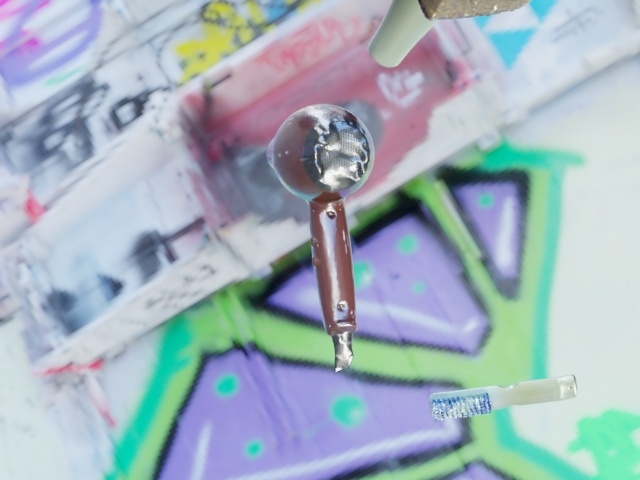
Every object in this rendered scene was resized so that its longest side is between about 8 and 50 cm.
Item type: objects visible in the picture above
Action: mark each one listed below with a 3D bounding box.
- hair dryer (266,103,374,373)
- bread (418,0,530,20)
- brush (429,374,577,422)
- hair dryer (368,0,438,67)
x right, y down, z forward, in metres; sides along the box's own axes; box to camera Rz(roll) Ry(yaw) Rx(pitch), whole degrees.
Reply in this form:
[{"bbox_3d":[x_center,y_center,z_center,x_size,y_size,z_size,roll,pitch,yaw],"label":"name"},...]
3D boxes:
[{"bbox_3d":[0.000,0.000,1.884,0.312,0.123,0.341,173,-89,-77],"label":"hair dryer"},{"bbox_3d":[0.142,-0.470,1.838,0.113,0.165,0.417,-51,-127,53],"label":"bread"},{"bbox_3d":[0.215,0.187,1.722,0.030,0.178,0.033,-59,138,-71],"label":"brush"},{"bbox_3d":[0.092,-0.376,2.126,0.296,0.298,0.119,97,-3,-50],"label":"hair dryer"}]
